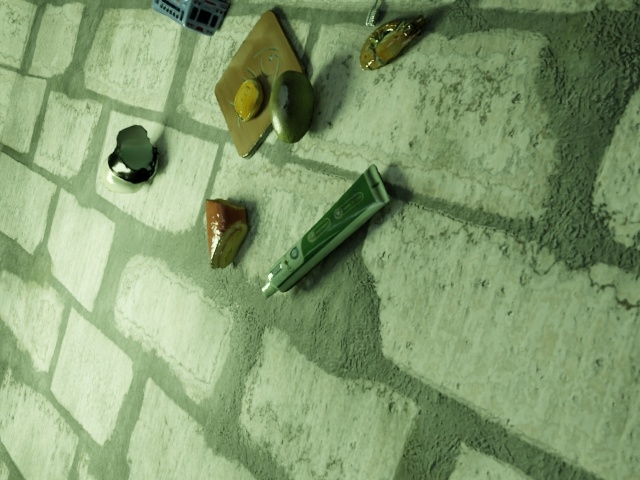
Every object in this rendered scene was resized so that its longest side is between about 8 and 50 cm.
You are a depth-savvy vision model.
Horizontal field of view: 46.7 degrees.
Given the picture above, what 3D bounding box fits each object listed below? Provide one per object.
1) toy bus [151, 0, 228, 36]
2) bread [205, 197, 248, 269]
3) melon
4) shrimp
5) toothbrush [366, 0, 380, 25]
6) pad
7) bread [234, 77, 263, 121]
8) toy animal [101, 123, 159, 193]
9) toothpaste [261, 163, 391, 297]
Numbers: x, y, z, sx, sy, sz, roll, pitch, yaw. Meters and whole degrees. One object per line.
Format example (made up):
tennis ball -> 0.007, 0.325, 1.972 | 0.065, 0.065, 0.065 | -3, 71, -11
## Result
toy bus -> -0.380, -0.669, 2.055 | 0.292, 0.125, 0.133 | 41, 112, 43
bread -> -0.232, -0.039, 1.788 | 0.119, 0.067, 0.192 | -33, 59, 40
melon -> -0.064, -0.294, 1.634 | 0.099, 0.099, 0.162 | 1, 85, 48
shrimp -> 0.143, -0.402, 1.478 | 0.180, 0.041, 0.099 | -25, 49, 44
toothbrush -> 0.143, -0.566, 1.522 | 0.024, 0.018, 0.257 | 26, 101, 45
pad -> -0.156, -0.386, 1.818 | 0.284, 0.018, 0.286 | -48, 50, 31
bread -> -0.175, -0.340, 1.798 | 0.110, 0.024, 0.110 | -14, 72, 46
toy animal -> -0.555, -0.221, 2.156 | 0.179, 0.138, 0.166 | -42, 32, 44
toothpaste -> 0.000, 0.000, 1.528 | 0.392, 0.061, 0.099 | -43, 52, 30
